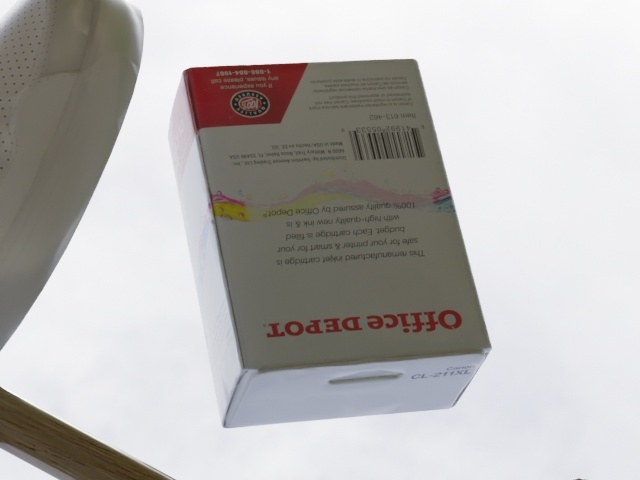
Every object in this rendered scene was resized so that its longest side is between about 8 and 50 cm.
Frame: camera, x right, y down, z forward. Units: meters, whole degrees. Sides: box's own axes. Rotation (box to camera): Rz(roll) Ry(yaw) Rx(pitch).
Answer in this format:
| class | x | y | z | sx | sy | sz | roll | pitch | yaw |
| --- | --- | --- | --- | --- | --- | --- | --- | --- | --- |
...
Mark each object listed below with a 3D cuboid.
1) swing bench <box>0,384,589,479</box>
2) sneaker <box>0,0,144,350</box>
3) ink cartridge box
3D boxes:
| class | x | y | z | sx | sy | sz | roll | pitch | yaw |
| --- | --- | --- | --- | --- | --- | --- | --- | --- | --- |
| swing bench | -0.049 | 0.189 | 0.716 | 0.254 | 0.253 | 0.165 | 13 | -125 | 0 |
| sneaker | -0.203 | -0.006 | 0.744 | 0.169 | 0.108 | 0.292 | 34 | -92 | -25 |
| ink cartridge box | 0.000 | 0.000 | 0.984 | 0.127 | 0.072 | 0.175 | -3 | -119 | -16 |
